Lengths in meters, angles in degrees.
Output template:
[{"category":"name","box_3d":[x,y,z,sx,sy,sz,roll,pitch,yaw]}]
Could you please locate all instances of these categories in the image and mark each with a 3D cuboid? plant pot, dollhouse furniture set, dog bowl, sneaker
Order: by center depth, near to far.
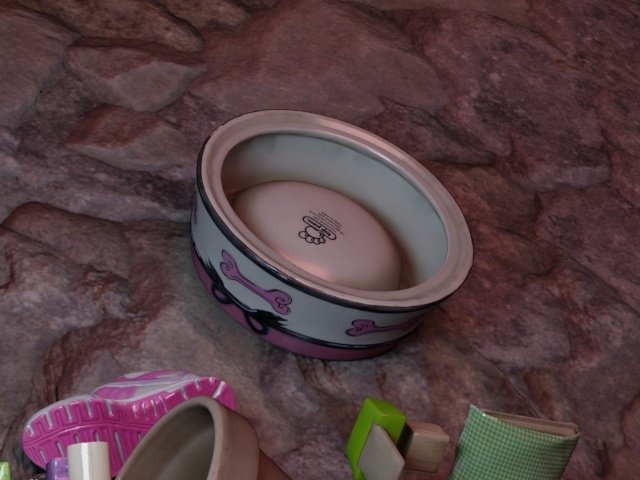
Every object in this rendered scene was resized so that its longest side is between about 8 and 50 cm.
[{"category":"plant pot","box_3d":[-0.097,0.334,1.865,0.229,0.263,0.263,33,32,-23]},{"category":"sneaker","box_3d":[-0.234,0.215,2.030,0.252,0.103,0.111,-9,11,-21]},{"category":"dollhouse furniture set","box_3d":[0.180,0.318,2.039,0.302,0.197,0.151,11,23,-24]},{"category":"dog bowl","box_3d":[0.000,0.000,2.389,0.408,0.150,0.408,17,37,-13]}]

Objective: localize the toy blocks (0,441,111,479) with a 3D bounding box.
[{"category":"toy blocks","box_3d":[-0.346,0.357,1.717,0.289,0.309,0.260,-3,76,-17]}]
